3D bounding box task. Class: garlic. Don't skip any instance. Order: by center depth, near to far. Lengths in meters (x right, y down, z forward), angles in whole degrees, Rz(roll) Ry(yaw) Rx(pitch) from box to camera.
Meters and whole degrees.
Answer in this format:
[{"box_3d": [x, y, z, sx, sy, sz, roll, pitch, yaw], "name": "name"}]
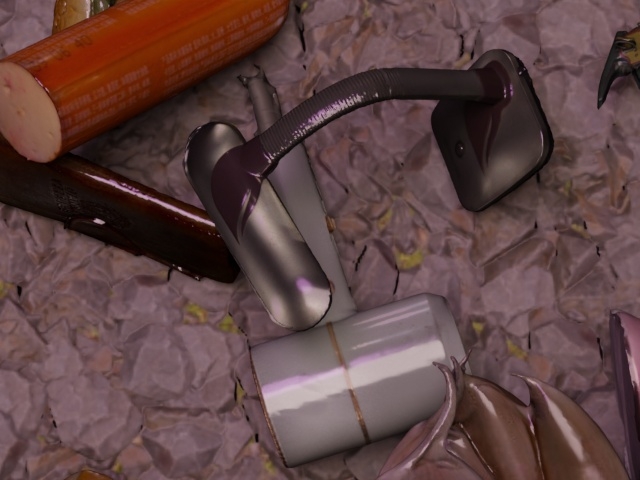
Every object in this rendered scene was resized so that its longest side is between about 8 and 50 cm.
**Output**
[{"box_3d": [0.131, 0.237, 1.517, 0.237, 0.210, 0.292, -39, 99, 15], "name": "garlic"}]

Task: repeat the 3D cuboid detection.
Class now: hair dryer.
[{"box_3d": [0.000, 0.000, 1.652, 0.173, 0.107, 0.357, -18, 72, -1], "name": "hair dryer"}]

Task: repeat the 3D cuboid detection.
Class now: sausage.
[{"box_3d": [-0.132, -0.167, 1.640, 0.312, 0.093, 0.093, -32, 75, -37], "name": "sausage"}]

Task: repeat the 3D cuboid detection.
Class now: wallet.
[{"box_3d": [-0.184, -0.030, 1.649, 0.255, 0.137, 0.031, 23, 66, 9], "name": "wallet"}]

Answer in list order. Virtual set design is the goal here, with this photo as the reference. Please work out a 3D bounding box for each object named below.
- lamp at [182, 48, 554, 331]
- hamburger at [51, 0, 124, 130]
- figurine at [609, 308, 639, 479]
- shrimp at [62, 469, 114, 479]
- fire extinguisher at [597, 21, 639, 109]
[{"box_3d": [0.058, -0.044, 1.574, 0.283, 0.124, 0.203, -10, 65, -26], "name": "lamp"}, {"box_3d": [-0.198, -0.193, 1.700, 0.087, 0.102, 0.176, 12, 80, 20], "name": "hamburger"}, {"box_3d": [0.387, 0.066, 1.548, 0.315, 0.206, 0.284, -9, 89, -1], "name": "figurine"}, {"box_3d": [-0.209, 0.316, 1.606, 0.145, 0.059, 0.254, 6, 89, 38], "name": "shrimp"}, {"box_3d": [0.381, -0.175, 1.639, 0.311, 0.095, 0.114, -7, 70, 4], "name": "fire extinguisher"}]
